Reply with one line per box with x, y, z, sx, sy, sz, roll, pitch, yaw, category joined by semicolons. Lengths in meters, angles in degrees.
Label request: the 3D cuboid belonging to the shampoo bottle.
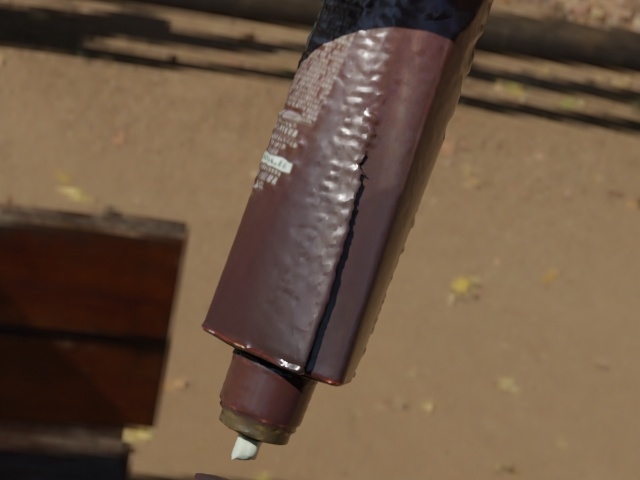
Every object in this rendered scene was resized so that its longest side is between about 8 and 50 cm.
0.001;0.001;0.708;0.067;0.236;0.068;21;5;21;shampoo bottle
